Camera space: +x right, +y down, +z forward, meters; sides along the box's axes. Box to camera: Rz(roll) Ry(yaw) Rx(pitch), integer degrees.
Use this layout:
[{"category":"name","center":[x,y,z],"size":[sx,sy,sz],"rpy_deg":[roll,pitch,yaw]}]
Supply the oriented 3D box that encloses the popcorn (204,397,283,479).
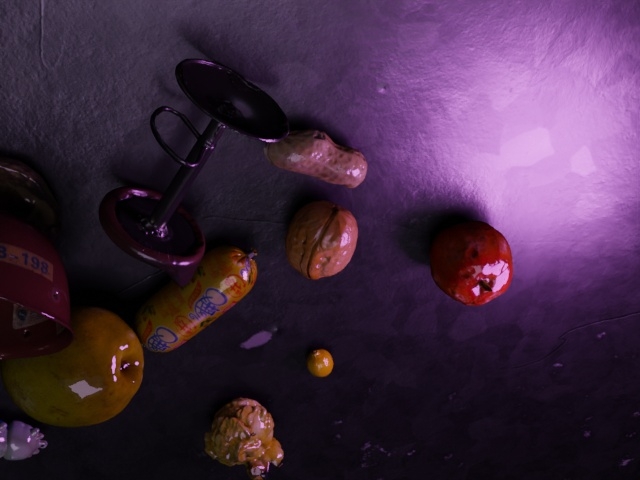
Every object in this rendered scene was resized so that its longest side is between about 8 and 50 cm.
[{"category":"popcorn","center":[-0.172,0.471,2.105],"size":[0.195,0.173,0.168],"rpy_deg":[33,89,-20]}]

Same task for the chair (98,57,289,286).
[{"category":"chair","center":[-0.249,-0.104,1.594],"size":[0.226,0.227,0.401],"rpy_deg":[22,121,-24]}]

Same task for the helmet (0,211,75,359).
[{"category":"helmet","center":[-0.621,0.057,1.578],"size":[0.384,0.230,0.337],"rpy_deg":[25,146,-37]}]

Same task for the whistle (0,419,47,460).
[{"category":"whistle","center":[-0.755,0.455,2.018],"size":[0.244,0.092,0.110],"rpy_deg":[11,126,-19]}]

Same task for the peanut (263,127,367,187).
[{"category":"peanut","center":[-0.005,-0.158,1.678],"size":[0.214,0.099,0.099],"rpy_deg":[21,121,-21]}]

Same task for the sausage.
[{"category":"sausage","center":[-0.266,0.124,1.828],"size":[0.347,0.123,0.123],"rpy_deg":[-38,124,18]}]

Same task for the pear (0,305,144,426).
[{"category":"pear","center":[-0.519,0.258,1.811],"size":[0.307,0.253,0.253],"rpy_deg":[4,130,17]}]

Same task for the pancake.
[{"category":"pancake","center":[-0.645,-0.056,1.674],"size":[0.294,0.049,0.295],"rpy_deg":[-3,129,-4]}]

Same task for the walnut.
[{"category":"walnut","center":[0.000,0.000,1.773],"size":[0.144,0.144,0.180],"rpy_deg":[2,130,-11]}]

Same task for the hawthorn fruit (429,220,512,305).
[{"category":"hawthorn fruit","center":[0.322,0.058,1.829],"size":[0.179,0.200,0.179],"rpy_deg":[-8,125,-11]}]

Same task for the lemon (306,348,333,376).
[{"category":"lemon","center":[-0.002,0.283,2.033],"size":[0.062,0.062,0.083],"rpy_deg":[-19,127,5]}]
